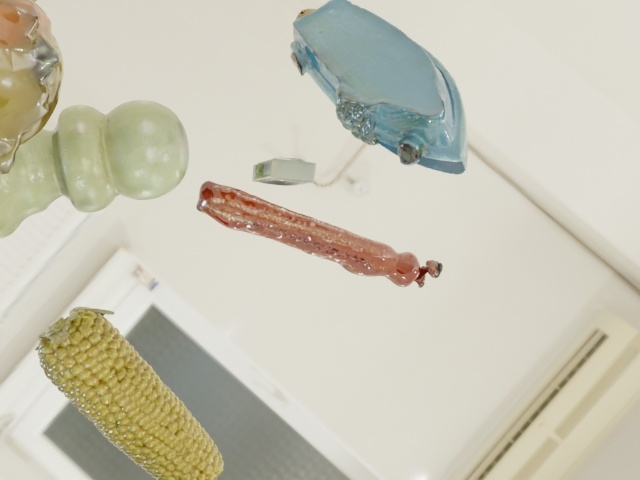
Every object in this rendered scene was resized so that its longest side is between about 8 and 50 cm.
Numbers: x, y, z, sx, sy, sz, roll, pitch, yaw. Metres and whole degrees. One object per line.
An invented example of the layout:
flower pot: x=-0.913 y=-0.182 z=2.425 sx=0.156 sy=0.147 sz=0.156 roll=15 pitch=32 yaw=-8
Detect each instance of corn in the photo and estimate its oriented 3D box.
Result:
corn: x=-0.210 y=0.185 z=0.963 sx=0.091 sy=0.260 sz=0.091 roll=-32 pitch=-164 yaw=31

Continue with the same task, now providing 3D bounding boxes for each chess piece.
chess piece: x=-0.262 y=-0.080 z=0.895 sx=0.251 sy=0.144 sz=0.144 roll=-8 pitch=168 yaw=-6

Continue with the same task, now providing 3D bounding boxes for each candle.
candle: x=0.000 y=0.000 z=1.067 sx=0.048 sy=0.329 sz=0.051 roll=2 pitch=-106 yaw=68

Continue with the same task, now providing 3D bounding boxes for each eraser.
eraser: x=-0.032 y=-0.057 z=0.723 sx=0.083 sy=0.038 sz=0.019 roll=-177 pitch=-90 yaw=-75

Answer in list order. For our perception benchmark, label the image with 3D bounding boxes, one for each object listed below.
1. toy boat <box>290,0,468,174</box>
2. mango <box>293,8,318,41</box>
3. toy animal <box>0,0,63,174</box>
toy boat: x=0.061 y=-0.139 z=0.822 sx=0.109 sy=0.238 sz=0.098 roll=-34 pitch=140 yaw=-8
mango: x=0.028 y=-0.268 z=1.247 sx=0.105 sy=0.159 sz=0.084 roll=-56 pitch=165 yaw=-25
toy animal: x=-0.293 y=-0.179 z=0.684 sx=0.195 sy=0.281 sz=0.169 roll=-5 pitch=149 yaw=-41
